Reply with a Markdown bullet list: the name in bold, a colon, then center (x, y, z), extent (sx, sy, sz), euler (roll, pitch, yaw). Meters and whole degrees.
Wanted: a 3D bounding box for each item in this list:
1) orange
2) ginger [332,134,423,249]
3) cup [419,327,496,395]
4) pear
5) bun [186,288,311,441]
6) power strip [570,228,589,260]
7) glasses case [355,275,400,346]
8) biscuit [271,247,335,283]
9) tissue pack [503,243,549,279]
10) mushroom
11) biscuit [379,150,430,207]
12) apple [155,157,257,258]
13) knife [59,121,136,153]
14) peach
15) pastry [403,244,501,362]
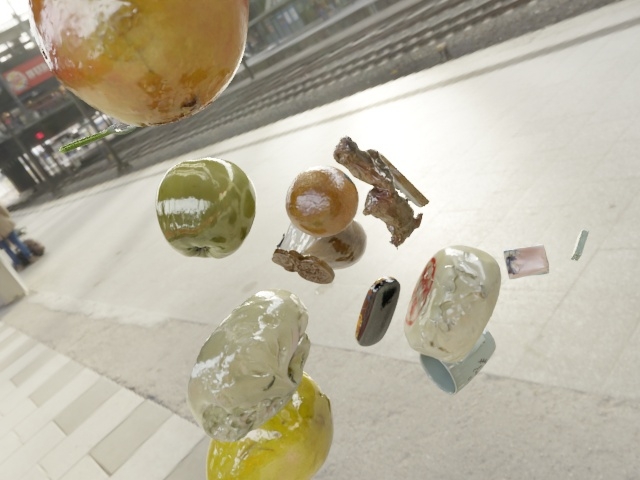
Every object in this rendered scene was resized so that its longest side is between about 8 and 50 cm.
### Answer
- **orange**: center (0.006, -0.103, 1.503), extent (0.206, 0.206, 0.206), euler (-27, 20, 11)
- **ginger**: center (0.124, -0.117, 1.296), extent (0.122, 0.290, 0.084), euler (-39, 19, -6)
- **cup**: center (0.502, 0.391, 2.012), extent (0.234, 0.186, 0.258), euler (-33, -15, -19)
- **pear**: center (-0.121, 0.454, 1.332), extent (0.336, 0.285, 0.285), euler (-52, 18, 7)
- **bun**: center (-0.090, 0.186, 0.834), extent (0.116, 0.210, 0.237), euler (23, 86, 23)
- **power strip**: center (0.547, 0.011, 1.216), extent (0.017, 0.027, 0.083), euler (22, 58, 17)
- **glasses case**: center (0.214, 0.271, 2.166), extent (0.122, 0.321, 0.082), euler (-5, 37, -28)
- **biscuit**: center (-0.043, 0.064, 1.511), extent (0.124, 0.175, 0.026), euler (114, 178, -61)
- **tissue pack**: center (0.482, 0.049, 1.345), extent (0.094, 0.074, 0.058), euler (-13, -7, 18)
- **mushroom**: center (0.042, 0.014, 2.007), extent (0.397, 0.313, 0.225), euler (-175, 105, -77)
- **biscuit**: center (0.226, -0.175, 1.664), extent (0.049, 0.208, 0.181), euler (-47, 44, 11)
- **apple**: center (-0.286, -0.081, 1.435), extent (0.262, 0.262, 0.262), euler (-27, 20, 11)
- **knife**: center (-0.438, -0.213, 1.162), extent (0.184, 0.026, 0.022), euler (-30, 24, -28)
- **peach**: center (-0.282, -0.378, 0.921), extent (0.372, 0.373, 0.290), euler (-27, -1, 9)
- **pastry**: center (0.267, 0.128, 1.183), extent (0.265, 0.133, 0.265), euler (-158, 90, -86)
